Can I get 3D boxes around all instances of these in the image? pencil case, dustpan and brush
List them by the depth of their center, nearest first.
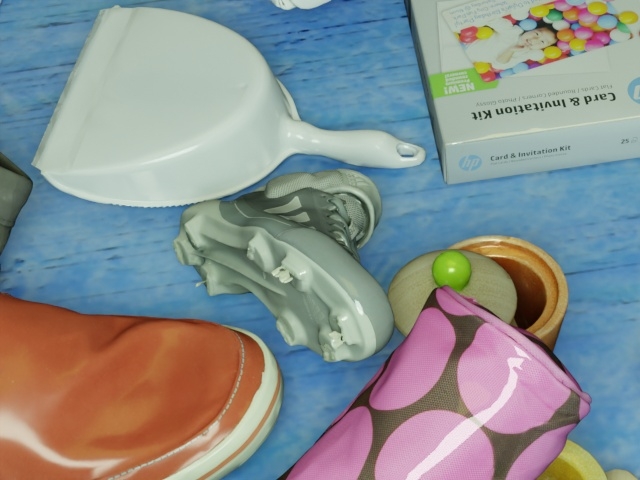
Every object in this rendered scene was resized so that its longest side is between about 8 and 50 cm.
[{"bbox_3d":[0.020,0.116,0.721,0.209,0.095,0.098,-47,28,2],"label":"pencil case"},{"bbox_3d":[-0.044,-0.070,0.969,0.211,0.060,0.147,3,51,17],"label":"dustpan and brush"}]

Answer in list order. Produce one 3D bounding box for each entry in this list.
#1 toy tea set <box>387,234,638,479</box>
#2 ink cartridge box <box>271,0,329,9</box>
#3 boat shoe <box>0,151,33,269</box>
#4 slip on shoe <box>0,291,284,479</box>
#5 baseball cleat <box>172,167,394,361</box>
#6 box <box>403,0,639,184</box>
[{"bbox_3d":[0.169,0.093,0.753,0.336,0.124,0.200,20,54,21],"label":"toy tea set"},{"bbox_3d":[-0.004,-0.289,1.080,0.207,0.117,0.283,-24,42,-16],"label":"ink cartridge box"},{"bbox_3d":[-0.268,-0.098,0.956,0.095,0.112,0.335,-49,60,15],"label":"boat shoe"},{"bbox_3d":[-0.184,0.071,0.825,0.331,0.101,0.123,2,48,6],"label":"slip on shoe"},{"bbox_3d":[0.000,0.000,0.846,0.109,0.072,0.206,-27,26,-21],"label":"baseball cleat"},{"bbox_3d":[0.131,-0.121,0.999,0.145,0.038,0.186,-8,50,0],"label":"box"}]
